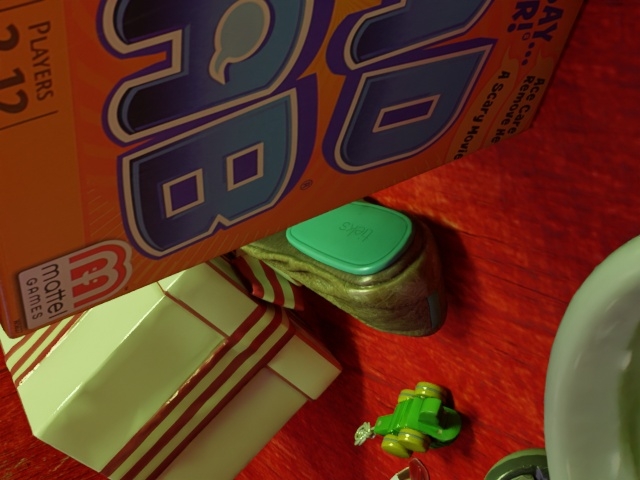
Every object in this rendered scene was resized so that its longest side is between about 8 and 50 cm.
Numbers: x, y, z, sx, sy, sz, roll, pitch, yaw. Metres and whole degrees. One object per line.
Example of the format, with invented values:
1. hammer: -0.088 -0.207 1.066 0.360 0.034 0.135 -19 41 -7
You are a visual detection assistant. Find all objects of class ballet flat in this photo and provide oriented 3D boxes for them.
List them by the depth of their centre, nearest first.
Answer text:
1. ballet flat: 0.000 0.000 0.927 0.342 0.116 0.124 28 155 51

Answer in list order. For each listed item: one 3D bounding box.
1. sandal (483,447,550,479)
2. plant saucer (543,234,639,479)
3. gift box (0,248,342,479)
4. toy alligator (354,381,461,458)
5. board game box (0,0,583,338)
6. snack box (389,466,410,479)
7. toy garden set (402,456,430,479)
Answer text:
1. sandal: 0.188 0.278 0.765 0.086 0.120 0.303 -57 -41 -65
2. plant saucer: 0.268 0.161 0.467 0.400 0.100 0.400 46 148 40
3. gift box: -0.144 0.098 1.081 0.276 0.258 0.255 40 -176 -42
4. toy alligator: 0.085 0.172 0.941 0.051 0.056 0.190 27 156 -8
5. board game box: -0.080 -0.240 0.544 0.356 0.356 0.356 55 154 27
6. snack box: 0.118 0.314 1.022 0.178 0.022 0.064 59 156 19
7. toy garden set: 0.087 0.297 0.878 0.204 0.049 0.244 -109 8 -46
